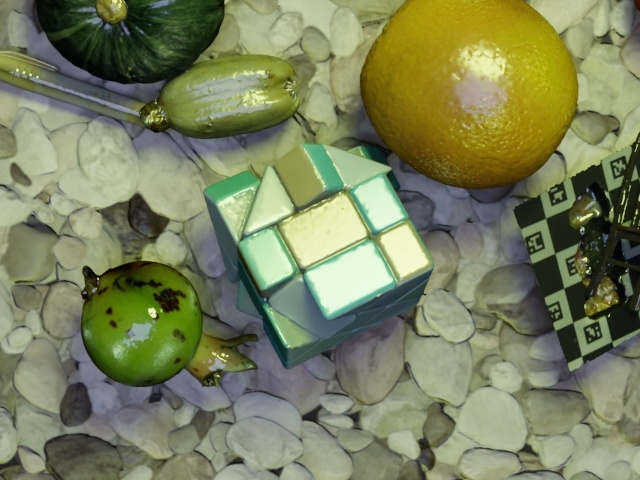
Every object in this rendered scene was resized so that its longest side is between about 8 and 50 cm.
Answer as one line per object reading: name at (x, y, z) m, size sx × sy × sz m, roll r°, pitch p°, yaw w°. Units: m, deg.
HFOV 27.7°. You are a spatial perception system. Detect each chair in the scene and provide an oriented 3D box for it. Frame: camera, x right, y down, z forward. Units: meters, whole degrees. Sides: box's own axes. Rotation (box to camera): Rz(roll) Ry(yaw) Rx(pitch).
chair at (0.384, -0.020, 1.453) m, size 0.084 × 0.101 × 0.212 m, roll 18°, pitch 91°, yaw -26°

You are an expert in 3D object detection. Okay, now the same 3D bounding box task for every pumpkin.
pumpkin at (-0.207, -0.272, 1.413) m, size 0.212 × 0.152 × 0.211 m, roll 2°, pitch 110°, yaw 6°

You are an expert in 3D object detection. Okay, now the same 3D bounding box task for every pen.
pen at (-0.278, -0.174, 1.501) m, size 0.233 × 0.032 × 0.040 m, roll 17°, pitch 80°, yaw -4°

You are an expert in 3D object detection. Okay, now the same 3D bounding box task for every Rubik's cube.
Rubik's cube at (0.000, 0.000, 1.444) m, size 0.224 × 0.265 × 0.213 m, roll -27°, pitch 76°, yaw -10°

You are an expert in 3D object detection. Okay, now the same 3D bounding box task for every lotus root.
lotus root at (-0.115, -0.160, 1.473) m, size 0.183 × 0.077 × 0.090 m, roll -13°, pitch 96°, yaw 1°

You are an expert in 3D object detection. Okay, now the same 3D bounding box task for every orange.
orange at (0.160, -0.163, 1.392) m, size 0.236 × 0.236 × 0.236 m, roll 0°, pitch 103°, yaw 2°

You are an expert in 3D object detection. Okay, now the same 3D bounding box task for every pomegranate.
pomegranate at (-0.175, 0.099, 1.507) m, size 0.220 × 0.156 × 0.156 m, roll 8°, pitch 104°, yaw -21°

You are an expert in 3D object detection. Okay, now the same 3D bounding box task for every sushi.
sushi at (0.321, 0.014, 1.515) m, size 0.192 × 0.050 × 0.215 m, roll -27°, pitch 108°, yaw -17°

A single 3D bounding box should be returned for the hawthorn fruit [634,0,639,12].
hawthorn fruit at (0.469, -0.287, 1.395) m, size 0.285 × 0.165 × 0.165 m, roll 12°, pitch 104°, yaw -7°
